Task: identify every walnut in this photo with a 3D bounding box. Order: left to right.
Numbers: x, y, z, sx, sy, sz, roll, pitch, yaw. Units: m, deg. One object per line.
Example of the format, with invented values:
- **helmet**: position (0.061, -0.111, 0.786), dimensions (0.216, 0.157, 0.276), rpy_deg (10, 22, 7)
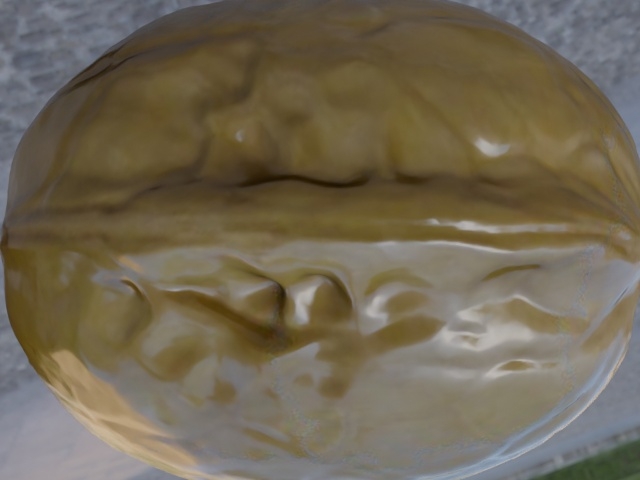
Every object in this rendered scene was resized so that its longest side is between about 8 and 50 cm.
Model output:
- **walnut**: position (0.000, 0.000, 0.382), dimensions (0.207, 0.159, 0.159), rpy_deg (1, 169, 14)
